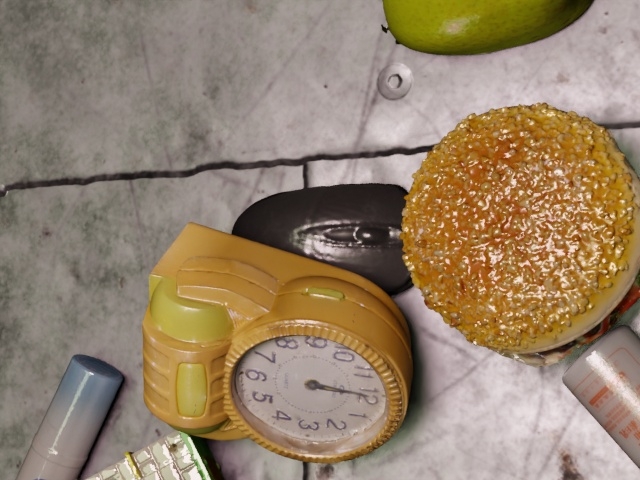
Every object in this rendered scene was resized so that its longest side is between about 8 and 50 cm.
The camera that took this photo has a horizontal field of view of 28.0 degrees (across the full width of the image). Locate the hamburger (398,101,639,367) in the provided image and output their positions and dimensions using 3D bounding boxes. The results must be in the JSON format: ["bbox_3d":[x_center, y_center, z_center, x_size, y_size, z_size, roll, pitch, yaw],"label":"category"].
[{"bbox_3d":[0.236,-0.013,1.467,0.302,0.170,0.302,-2,84,21],"label":"hamburger"}]

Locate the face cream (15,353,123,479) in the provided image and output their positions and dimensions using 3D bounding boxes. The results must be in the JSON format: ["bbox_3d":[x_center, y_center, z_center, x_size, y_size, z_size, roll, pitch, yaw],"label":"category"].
[{"bbox_3d":[-0.349,0.279,1.722,0.077,0.077,0.250,27,96,21],"label":"face cream"}]

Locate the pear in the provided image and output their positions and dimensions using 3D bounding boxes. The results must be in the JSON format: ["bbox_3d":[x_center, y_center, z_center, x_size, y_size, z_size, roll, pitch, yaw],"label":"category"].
[{"bbox_3d":[0.221,-0.358,1.504,0.281,0.176,0.287,11,91,20],"label":"pear"}]

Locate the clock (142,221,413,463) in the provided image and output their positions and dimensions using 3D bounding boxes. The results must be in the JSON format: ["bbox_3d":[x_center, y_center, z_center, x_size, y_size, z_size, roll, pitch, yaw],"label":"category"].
[{"bbox_3d":[-0.044,0.131,1.529,0.317,0.200,0.244,10,130,8],"label":"clock"}]

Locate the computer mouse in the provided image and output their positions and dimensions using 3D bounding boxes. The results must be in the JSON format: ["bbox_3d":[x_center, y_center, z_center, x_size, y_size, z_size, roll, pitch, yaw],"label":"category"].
[{"bbox_3d":[0.000,0.000,1.606,0.269,0.086,0.138,-3,85,20],"label":"computer mouse"}]

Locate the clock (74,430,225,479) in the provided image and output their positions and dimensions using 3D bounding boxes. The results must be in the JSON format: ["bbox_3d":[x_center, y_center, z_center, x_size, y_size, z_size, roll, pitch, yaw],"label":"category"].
[{"bbox_3d":[-0.225,0.384,1.614,0.255,0.106,0.220,-28,75,0],"label":"clock"}]

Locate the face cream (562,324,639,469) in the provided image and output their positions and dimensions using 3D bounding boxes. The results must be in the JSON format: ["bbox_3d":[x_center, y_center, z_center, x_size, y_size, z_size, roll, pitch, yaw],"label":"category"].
[{"bbox_3d":[0.386,0.217,1.428,0.101,0.101,0.252,-44,72,13],"label":"face cream"}]
